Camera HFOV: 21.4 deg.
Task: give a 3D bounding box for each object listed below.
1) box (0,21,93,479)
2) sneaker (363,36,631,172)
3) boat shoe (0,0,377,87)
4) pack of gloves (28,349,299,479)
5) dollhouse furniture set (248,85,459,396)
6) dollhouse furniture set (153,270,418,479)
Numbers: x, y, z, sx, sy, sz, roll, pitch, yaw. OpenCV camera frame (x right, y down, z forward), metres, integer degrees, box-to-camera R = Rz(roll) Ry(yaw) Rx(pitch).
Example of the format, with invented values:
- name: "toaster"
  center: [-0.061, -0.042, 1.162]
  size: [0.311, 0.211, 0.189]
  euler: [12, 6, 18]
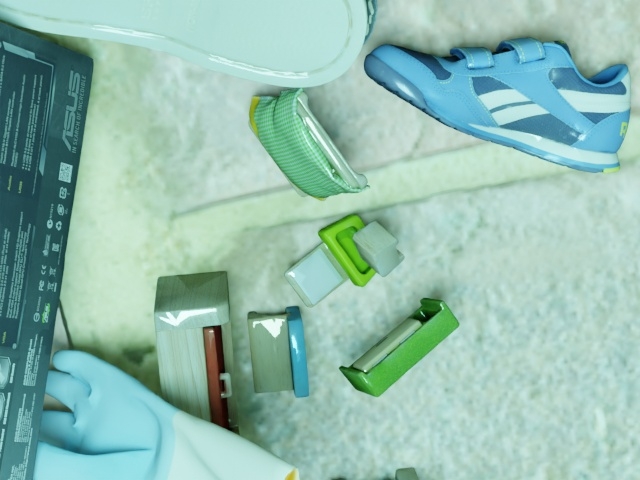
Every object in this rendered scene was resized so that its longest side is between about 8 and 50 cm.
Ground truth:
- name: "box"
  center: [-0.191, 0.008, 0.757]
  size: [0.059, 0.183, 0.233]
  euler: [5, 85, 28]
- name: "sneaker"
  center: [0.091, -0.079, 0.851]
  size: [0.144, 0.053, 0.059]
  euler: [16, 102, -16]
- name: "boat shoe"
  center: [-0.094, -0.148, 0.805]
  size: [0.254, 0.079, 0.095]
  euler: [15, 117, 1]
- name: "pack of gloves"
  center: [-0.105, 0.165, 0.806]
  size: [0.046, 0.232, 0.195]
  euler: [2, 101, -37]
- name: "dollhouse furniture set"
  center: [0.000, 0.000, 0.844]
  size: [0.058, 0.076, 0.152]
  euler: [-38, 101, -12]
- name: "dollhouse furniture set"
  center: [-0.010, 0.116, 0.846]
  size: [0.129, 0.129, 0.184]
  euler: [-5, 103, -3]
